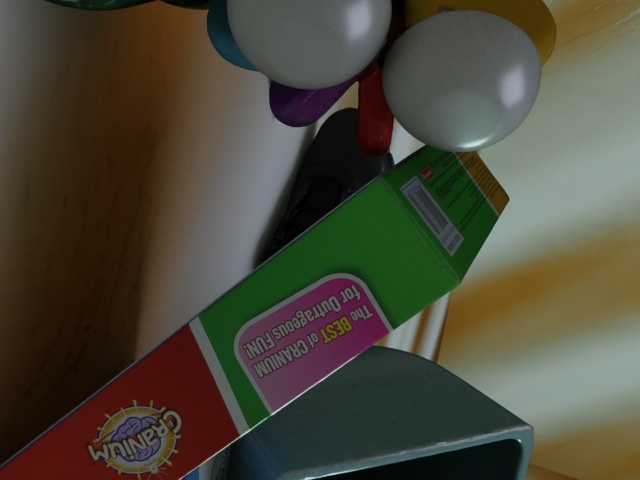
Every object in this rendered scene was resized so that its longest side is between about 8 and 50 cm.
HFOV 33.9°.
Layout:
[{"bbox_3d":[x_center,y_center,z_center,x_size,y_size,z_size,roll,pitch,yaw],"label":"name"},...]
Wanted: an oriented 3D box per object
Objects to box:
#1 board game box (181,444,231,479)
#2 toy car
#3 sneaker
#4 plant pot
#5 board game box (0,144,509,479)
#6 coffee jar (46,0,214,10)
[{"bbox_3d":[-0.161,0.328,0.778,0.254,0.079,0.336,-39,138,-69],"label":"board game box"},{"bbox_3d":[0.022,-0.110,0.542,0.136,0.181,0.159,127,-22,-45],"label":"toy car"},{"bbox_3d":[0.000,0.000,1.083,0.130,0.109,0.286,16,88,-71],"label":"sneaker"},{"bbox_3d":[0.007,0.223,0.969,0.252,0.247,0.248,44,-47,53],"label":"plant pot"},{"bbox_3d":[-0.040,0.060,0.644,0.316,0.064,0.242,-37,180,20],"label":"board game box"},{"bbox_3d":[-0.085,-0.169,0.544,0.184,0.079,0.096,-39,143,-70],"label":"coffee jar"}]
